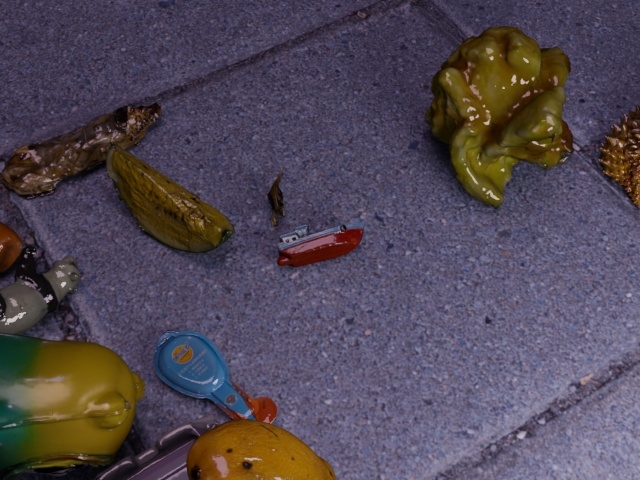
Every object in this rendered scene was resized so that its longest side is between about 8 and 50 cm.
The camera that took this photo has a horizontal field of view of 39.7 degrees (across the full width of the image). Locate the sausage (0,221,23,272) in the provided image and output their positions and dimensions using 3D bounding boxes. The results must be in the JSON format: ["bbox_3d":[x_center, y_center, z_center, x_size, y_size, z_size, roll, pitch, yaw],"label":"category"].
[{"bbox_3d":[-0.649,-0.021,1.607,0.238,0.098,0.098,26,58,16],"label":"sausage"}]

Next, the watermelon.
[{"bbox_3d":[-0.272,-0.070,1.614,0.301,0.129,0.123,36,64,17],"label":"watermelon"}]

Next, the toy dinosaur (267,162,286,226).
[{"bbox_3d":[-0.082,-0.074,1.670,0.037,0.058,0.180,1,41,-8],"label":"toy dinosaur"}]

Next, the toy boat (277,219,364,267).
[{"bbox_3d":[0.000,0.000,1.598,0.173,0.069,0.059,-15,64,-4],"label":"toy boat"}]

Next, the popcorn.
[{"bbox_3d":[0.325,-0.232,1.654,0.290,0.326,0.321,21,13,19],"label":"popcorn"}]

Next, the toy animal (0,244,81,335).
[{"bbox_3d":[-0.512,0.092,1.517,0.121,0.094,0.225,41,45,14],"label":"toy animal"}]

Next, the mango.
[{"bbox_3d":[-0.070,0.330,1.270,0.262,0.109,0.157,15,27,-36],"label":"mango"}]

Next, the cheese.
[{"bbox_3d":[-0.178,0.233,1.454,0.256,0.037,0.106,37,64,22],"label":"cheese"}]

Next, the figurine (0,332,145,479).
[{"bbox_3d":[-0.437,0.237,1.308,0.340,0.323,0.231,-2,94,-5],"label":"figurine"}]

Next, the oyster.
[{"bbox_3d":[-0.468,-0.196,1.748,0.345,0.079,0.129,-29,51,-16],"label":"oyster"}]

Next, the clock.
[{"bbox_3d":[-0.215,0.387,1.313,0.253,0.083,0.186,-29,60,-19],"label":"clock"}]

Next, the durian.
[{"bbox_3d":[0.657,-0.222,1.708,0.154,0.186,0.260,43,52,19],"label":"durian"}]
